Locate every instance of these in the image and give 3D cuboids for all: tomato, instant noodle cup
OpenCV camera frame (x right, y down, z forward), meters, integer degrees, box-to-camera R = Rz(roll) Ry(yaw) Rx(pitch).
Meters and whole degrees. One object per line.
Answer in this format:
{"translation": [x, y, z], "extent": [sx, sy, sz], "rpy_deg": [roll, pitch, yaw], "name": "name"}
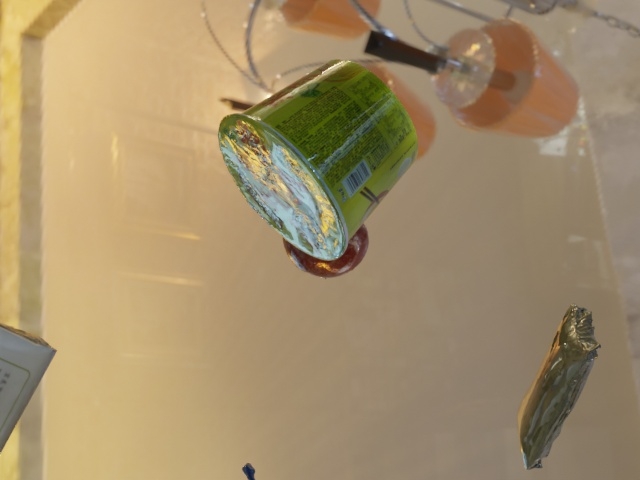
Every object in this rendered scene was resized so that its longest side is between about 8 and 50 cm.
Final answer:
{"translation": [0.000, 0.000, 2.095], "extent": [0.189, 0.099, 0.173], "rpy_deg": [35, -77, 9], "name": "tomato"}
{"translation": [0.006, -0.148, 1.641], "extent": [0.221, 0.311, 0.311], "rpy_deg": [-41, -147, -22], "name": "instant noodle cup"}

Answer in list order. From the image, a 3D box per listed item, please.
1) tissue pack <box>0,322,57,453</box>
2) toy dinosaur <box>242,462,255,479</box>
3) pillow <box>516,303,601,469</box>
{"translation": [-0.335, 0.148, 0.736], "extent": [0.125, 0.159, 0.234], "rpy_deg": [8, -110, 59], "name": "tissue pack"}
{"translation": [-0.061, 0.452, 1.436], "extent": [0.076, 0.144, 0.329], "rpy_deg": [-49, -165, 16], "name": "toy dinosaur"}
{"translation": [0.292, 0.178, 1.202], "extent": [0.119, 0.053, 0.208], "rpy_deg": [-67, 175, -59], "name": "pillow"}
